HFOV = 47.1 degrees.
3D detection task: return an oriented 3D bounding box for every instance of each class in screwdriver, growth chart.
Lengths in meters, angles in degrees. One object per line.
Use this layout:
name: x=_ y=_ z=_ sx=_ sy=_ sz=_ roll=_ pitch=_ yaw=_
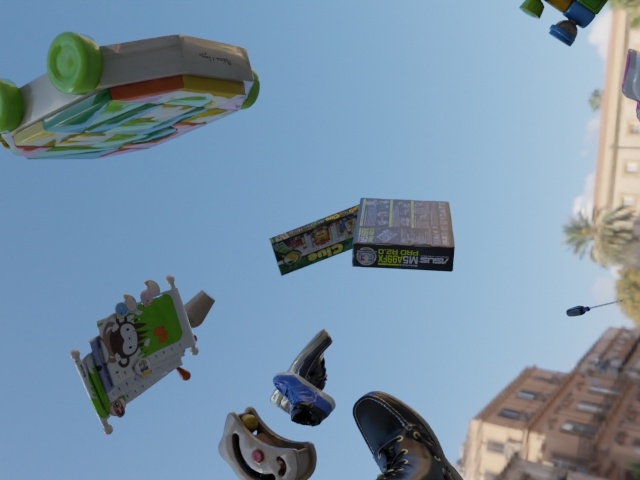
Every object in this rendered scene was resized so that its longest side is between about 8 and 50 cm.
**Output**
screwdriver: x=0.624 y=0.153 z=1.679 sx=0.025 sy=0.170 sz=0.024 roll=-9 pitch=-101 yaw=-22
growth chart: x=-0.297 y=0.174 z=1.193 sx=0.237 sy=0.021 sz=0.172 roll=-40 pitch=-64 yaw=-42

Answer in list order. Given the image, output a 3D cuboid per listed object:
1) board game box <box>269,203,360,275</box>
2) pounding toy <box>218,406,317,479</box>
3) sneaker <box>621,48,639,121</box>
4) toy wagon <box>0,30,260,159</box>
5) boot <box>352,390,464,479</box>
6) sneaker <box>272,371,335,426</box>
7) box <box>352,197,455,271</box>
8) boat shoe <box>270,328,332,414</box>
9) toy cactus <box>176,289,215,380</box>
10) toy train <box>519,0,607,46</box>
board game box: x=0.000 y=0.000 z=1.954 sx=0.136 sy=0.260 sz=0.030 roll=77 pitch=169 yaw=-50
pounding toy: x=-0.118 y=0.471 z=1.547 sx=0.154 sy=0.269 sz=0.155 roll=-56 pitch=-26 yaw=19
sneaker: x=0.640 y=-0.276 z=1.349 sx=0.252 sy=0.111 sz=0.103 roll=10 pitch=-91 yaw=-53
toy wagon: x=-0.241 y=-0.145 z=0.825 sx=0.267 sy=0.344 sz=0.068 roll=-10 pitch=-95 yaw=-58
boot: x=0.096 y=0.293 z=0.951 sx=0.085 sy=0.236 sz=0.178 roll=-48 pitch=-29 yaw=15
sneaker: x=-0.051 y=0.340 z=1.559 sx=0.084 sy=0.152 sz=0.058 roll=-39 pitch=-30 yaw=-50
box: x=0.187 y=-0.019 z=1.655 sx=0.270 sy=0.216 sz=0.060 roll=-76 pitch=-13 yaw=-65
boat shoe: x=-0.028 y=0.315 z=1.704 sx=0.103 sy=0.092 sz=0.285 roll=-40 pitch=-15 yaw=-51
toy cactus: x=-0.263 y=0.179 z=1.386 sx=0.180 sy=0.112 sz=0.219 roll=-50 pitch=-10 yaw=-2
toy train: x=0.438 y=-0.502 z=1.434 sx=0.143 sy=0.248 sz=0.105 roll=-56 pitch=6 yaw=15
